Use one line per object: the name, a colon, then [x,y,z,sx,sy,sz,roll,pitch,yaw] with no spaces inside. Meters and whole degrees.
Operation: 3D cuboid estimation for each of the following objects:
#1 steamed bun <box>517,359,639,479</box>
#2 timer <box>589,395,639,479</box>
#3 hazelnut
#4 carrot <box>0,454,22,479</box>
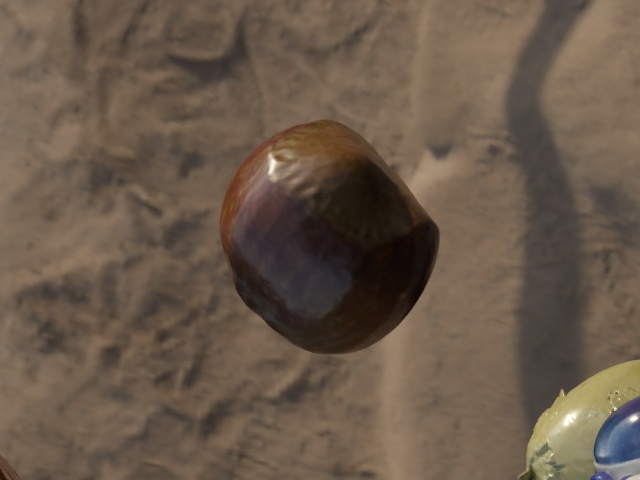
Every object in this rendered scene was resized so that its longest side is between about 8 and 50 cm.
steamed bun: [0.349,0.225,1.806,0.232,0.273,0.166,50,126,18]
timer: [0.357,0.195,1.503,0.383,0.270,0.270,162,117,-70]
hazelnut: [0.000,0.000,1.138,0.143,0.143,0.154,-47,68,17]
carrot: [-0.180,0.172,0.552,0.258,0.100,0.307,-37,47,7]
